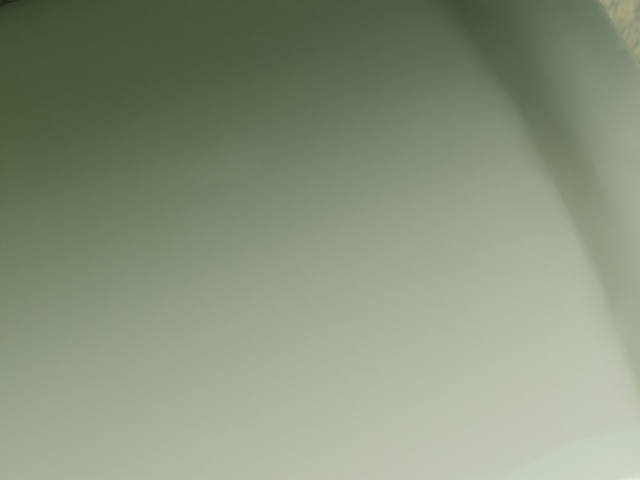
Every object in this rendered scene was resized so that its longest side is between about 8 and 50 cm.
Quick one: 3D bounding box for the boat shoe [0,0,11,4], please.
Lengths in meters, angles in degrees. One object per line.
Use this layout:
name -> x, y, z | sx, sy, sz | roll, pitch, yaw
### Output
boat shoe -> 0.000, 0.000, 0.870 | 0.187, 0.156, 0.500 | -55, 141, 5

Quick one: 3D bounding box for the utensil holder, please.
utensil holder -> -0.099, 0.089, 0.574 | 0.385, 0.327, 0.327 | -19, 133, -17
